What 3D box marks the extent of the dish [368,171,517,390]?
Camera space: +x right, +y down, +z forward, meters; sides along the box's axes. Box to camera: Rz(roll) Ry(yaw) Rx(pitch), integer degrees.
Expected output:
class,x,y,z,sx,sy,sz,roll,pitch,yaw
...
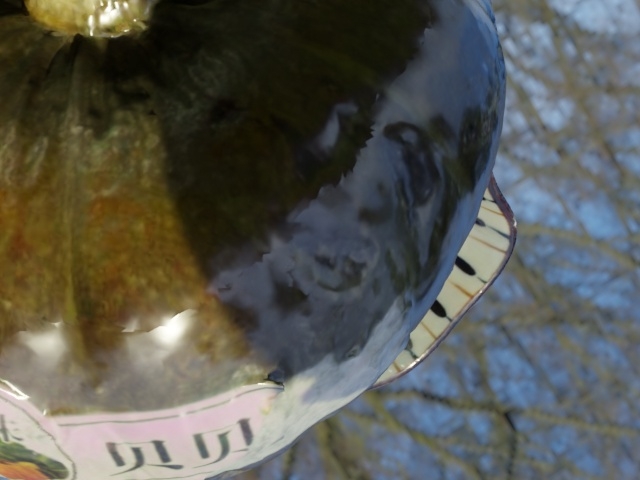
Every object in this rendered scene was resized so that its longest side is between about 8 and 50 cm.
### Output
class,x,y,z,sx,sy,sz,roll,pitch,yaw
dish,0.000,0.000,0.900,0.191,0.190,0.066,-32,-129,1

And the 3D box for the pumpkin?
class,x,y,z,sx,sy,sz,roll,pitch,yaw
pumpkin,-0.065,-0.053,0.602,0.260,0.260,0.189,-37,154,-22
